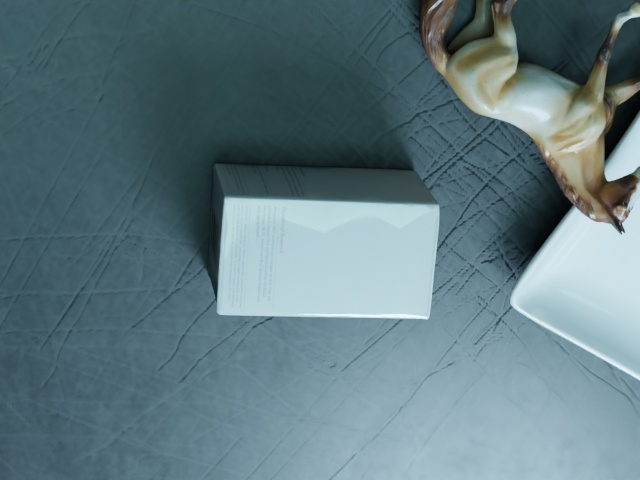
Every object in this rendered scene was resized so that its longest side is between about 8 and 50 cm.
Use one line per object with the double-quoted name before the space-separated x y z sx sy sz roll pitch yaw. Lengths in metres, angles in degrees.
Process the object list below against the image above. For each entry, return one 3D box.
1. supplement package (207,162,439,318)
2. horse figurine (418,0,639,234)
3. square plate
"supplement package" 0.000 0.000 1.500 0.179 0.105 0.105 2 107 -8
"horse figurine" 0.183 -0.144 1.492 0.263 0.066 0.174 29 103 -6
"square plate" 0.391 -0.010 1.587 0.344 0.049 0.347 30 101 -17
